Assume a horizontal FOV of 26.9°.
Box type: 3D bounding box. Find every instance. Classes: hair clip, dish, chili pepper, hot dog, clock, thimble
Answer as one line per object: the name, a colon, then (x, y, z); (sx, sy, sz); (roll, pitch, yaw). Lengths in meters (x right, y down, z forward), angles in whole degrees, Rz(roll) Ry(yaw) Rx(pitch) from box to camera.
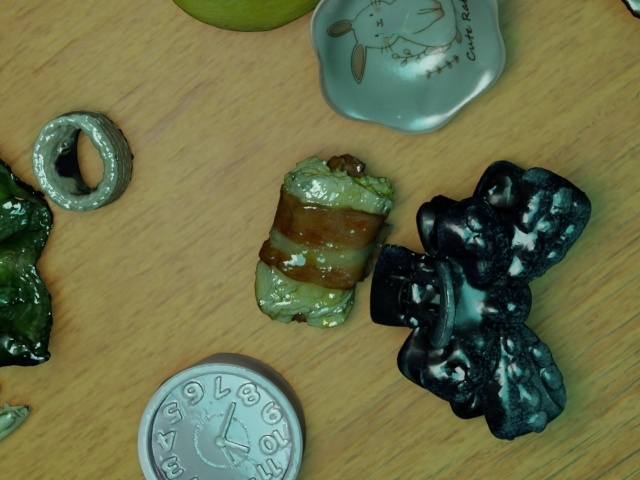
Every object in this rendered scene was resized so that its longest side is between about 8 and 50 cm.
hair clip: (0.183, 0.065, 1.500); (0.206, 0.194, 0.310); (4, 96, -20)
dish: (0.096, -0.236, 1.515); (0.230, 0.081, 0.229); (-3, 121, -4)
chili pepper: (-0.394, 0.019, 1.574); (0.148, 0.116, 0.264); (-11, 95, 16)
hot dog: (0.000, 0.000, 1.552); (0.146, 0.103, 0.213); (19, 107, -21)
clock: (-0.116, 0.237, 1.595); (0.197, 0.068, 0.196); (0, 96, 2)
thimble: (-0.275, -0.093, 1.558); (0.102, 0.090, 0.115); (2, 98, 6)

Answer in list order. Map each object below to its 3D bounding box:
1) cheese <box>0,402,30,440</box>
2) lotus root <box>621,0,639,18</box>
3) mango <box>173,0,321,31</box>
cheese: (-0.476, 0.245, 1.623); (0.235, 0.050, 0.127); (-44, 95, 8)
lotus root: (0.416, -0.421, 1.480); (0.375, 0.111, 0.390); (5, 100, 4)
mango: (-0.031, -0.359, 1.496); (0.332, 0.142, 0.195); (-32, 96, -2)
